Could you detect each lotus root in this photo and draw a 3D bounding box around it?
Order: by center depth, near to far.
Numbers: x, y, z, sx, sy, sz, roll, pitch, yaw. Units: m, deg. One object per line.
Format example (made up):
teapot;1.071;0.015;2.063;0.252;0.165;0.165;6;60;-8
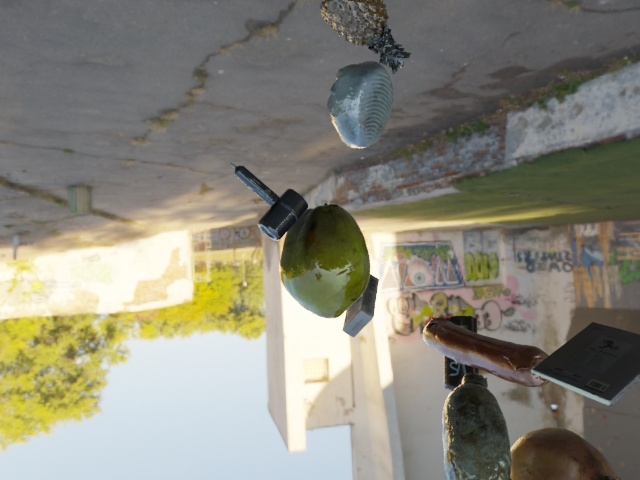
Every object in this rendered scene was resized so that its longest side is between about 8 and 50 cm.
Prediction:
lotus root;0.383;0.493;1.219;0.174;0.350;0.175;3;142;2

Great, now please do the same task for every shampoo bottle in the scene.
shampoo bottle;0.492;0.430;1.712;0.129;0.323;0.084;-12;146;34

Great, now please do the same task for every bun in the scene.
bun;0.151;-0.545;1.965;0.194;0.355;0.354;22;-170;31

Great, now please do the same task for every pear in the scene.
pear;0.016;0.058;1.351;0.268;0.322;0.269;0;-173;0

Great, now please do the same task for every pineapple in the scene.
pineapple;0.172;-0.746;1.709;0.362;0.202;0.202;42;157;-20

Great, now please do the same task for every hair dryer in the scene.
hair dryer;-0.147;-0.113;1.215;0.124;0.219;0.071;-48;-176;-17

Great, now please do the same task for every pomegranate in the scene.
pomegranate;0.664;0.683;1.323;0.338;0.339;0.338;-2;177;0

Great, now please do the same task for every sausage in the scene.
sausage;0.377;0.262;1.184;0.094;0.094;0.419;-27;-169;-18

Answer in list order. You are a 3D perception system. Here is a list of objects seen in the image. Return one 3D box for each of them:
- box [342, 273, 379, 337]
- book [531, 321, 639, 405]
box;0.165;0.260;1.982;0.067;0.233;0.149;28;128;-8
book;0.437;0.185;0.760;0.181;0.014;0.127;-23;-161;-28
